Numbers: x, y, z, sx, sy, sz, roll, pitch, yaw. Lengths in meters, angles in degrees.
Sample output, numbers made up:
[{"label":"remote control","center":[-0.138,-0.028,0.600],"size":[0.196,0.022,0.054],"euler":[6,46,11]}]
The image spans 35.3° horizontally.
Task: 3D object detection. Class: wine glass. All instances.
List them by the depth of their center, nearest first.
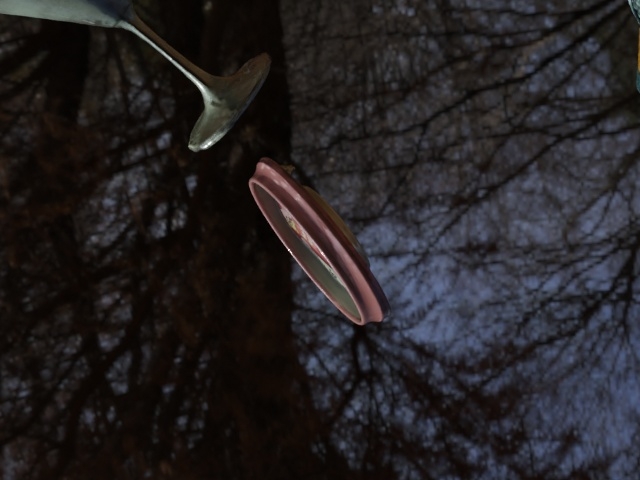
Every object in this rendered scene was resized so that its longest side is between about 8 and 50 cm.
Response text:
[{"label":"wine glass","center":[-0.294,-0.340,1.598],"size":[0.267,0.406,0.267],"euler":[-40,-155,23]}]

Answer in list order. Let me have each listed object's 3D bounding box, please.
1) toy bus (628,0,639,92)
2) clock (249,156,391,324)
[{"label":"toy bus","center":[0.330,-0.218,0.736],"size":[0.162,0.323,0.194],"euler":[-13,-141,1]},{"label":"clock","center":[0.001,-0.001,1.209],"size":[0.056,0.244,0.244],"euler":[-37,-149,-9]}]
